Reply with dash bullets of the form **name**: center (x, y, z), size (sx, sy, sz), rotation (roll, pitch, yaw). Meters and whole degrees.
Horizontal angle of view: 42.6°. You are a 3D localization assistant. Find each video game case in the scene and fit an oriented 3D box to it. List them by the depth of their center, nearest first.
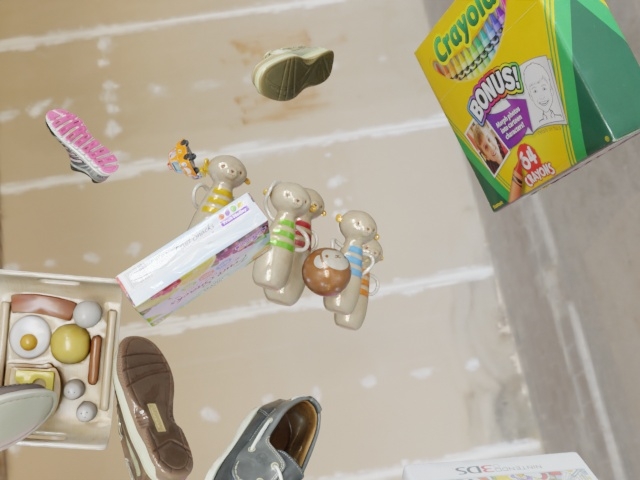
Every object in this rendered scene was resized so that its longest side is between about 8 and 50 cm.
- **video game case**: center (0.211, 0.291, 0.803), size (0.227, 0.206, 0.026), rotation (-118, 29, -63)

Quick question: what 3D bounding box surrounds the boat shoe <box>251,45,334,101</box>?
- **boat shoe**: center (-0.039, -0.203, 0.966), size (0.153, 0.048, 0.056), rotation (-36, -37, -50)

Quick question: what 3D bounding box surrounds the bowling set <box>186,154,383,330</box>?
- **bowling set**: center (0.000, 0.000, 0.971), size (0.200, 0.287, 0.154), rotation (-7, 64, 58)

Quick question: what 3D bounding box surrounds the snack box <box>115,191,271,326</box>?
- **snack box**: center (-0.114, 0.020, 0.769), size (0.037, 0.141, 0.100), rotation (55, 170, 11)

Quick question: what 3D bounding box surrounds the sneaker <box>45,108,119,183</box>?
- **sneaker**: center (-0.454, -0.170, 1.537), size (0.170, 0.063, 0.075), rotation (43, 137, 1)

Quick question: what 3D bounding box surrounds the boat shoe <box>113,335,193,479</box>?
- **boat shoe**: center (-0.267, 0.260, 1.209), size (0.095, 0.095, 0.257), rotation (-52, 41, 28)

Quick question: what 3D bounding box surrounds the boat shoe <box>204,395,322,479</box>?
- **boat shoe**: center (-0.059, 0.244, 0.834), size (0.084, 0.079, 0.233), rotation (60, -151, -20)

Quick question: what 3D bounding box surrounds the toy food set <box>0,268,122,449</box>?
- **toy food set**: center (-0.477, 0.211, 1.459), size (0.092, 0.220, 0.306), rotation (165, 110, -81)

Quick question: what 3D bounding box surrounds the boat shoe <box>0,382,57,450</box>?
- **boat shoe**: center (-0.571, 0.288, 1.294), size (0.097, 0.324, 0.116), rotation (30, 118, 28)

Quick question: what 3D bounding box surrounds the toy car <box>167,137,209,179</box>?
- **toy car**: center (-0.191, -0.100, 1.201), size (0.122, 0.041, 0.060), rotation (65, -175, -66)

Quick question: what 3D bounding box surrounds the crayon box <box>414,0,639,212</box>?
- **crayon box**: center (0.308, -0.243, 1.254), size (0.313, 0.106, 0.363), rotation (63, 161, 6)
